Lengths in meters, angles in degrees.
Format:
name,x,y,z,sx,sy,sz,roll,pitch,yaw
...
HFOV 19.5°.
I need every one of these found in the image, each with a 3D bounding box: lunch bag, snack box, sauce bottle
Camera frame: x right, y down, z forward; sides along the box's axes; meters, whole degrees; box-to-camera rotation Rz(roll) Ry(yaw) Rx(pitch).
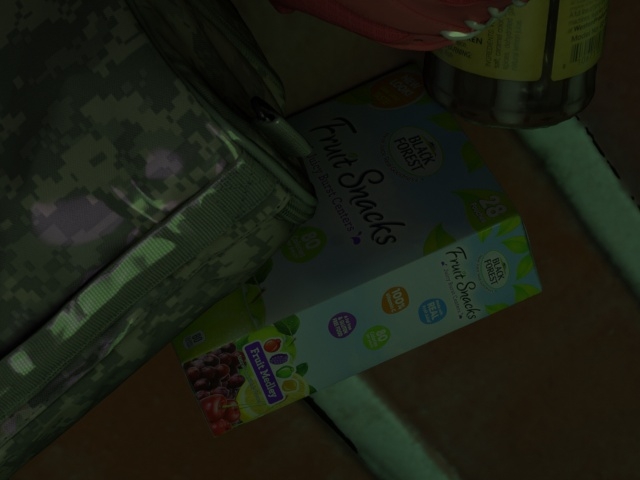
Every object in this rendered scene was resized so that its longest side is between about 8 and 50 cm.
name,x,y,z,sx,sy,sz,roll,pitch,yaw
lunch bag,-0.160,-0.015,0.981,0.305,0.256,0.212,-39,126,9
snack box,0.000,0.000,1.097,0.207,0.174,0.070,-23,130,-5
sauce bottle,0.120,-0.233,1.028,0.111,0.111,0.344,-6,124,-16

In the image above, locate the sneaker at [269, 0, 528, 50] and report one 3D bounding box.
name,x,y,z,sx,sy,sz,roll,pitch,yaw
sneaker,0.077,-0.160,0.973,0.116,0.314,0.136,-50,137,-32
